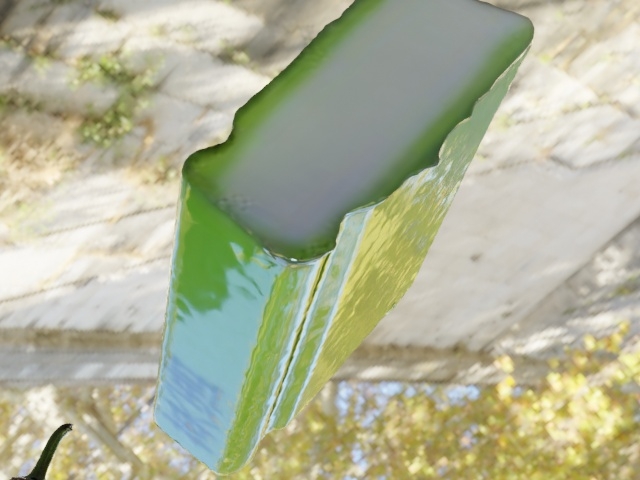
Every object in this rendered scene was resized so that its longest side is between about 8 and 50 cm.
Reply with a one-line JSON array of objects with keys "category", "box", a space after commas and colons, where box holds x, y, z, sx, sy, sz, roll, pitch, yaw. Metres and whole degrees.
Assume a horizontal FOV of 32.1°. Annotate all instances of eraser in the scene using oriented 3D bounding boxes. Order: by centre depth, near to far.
[{"category": "eraser", "box": [0.000, 0.000, 0.639, 0.092, 0.274, 0.210, 37, -120, 11]}]

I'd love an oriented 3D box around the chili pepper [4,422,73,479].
[{"category": "chili pepper", "box": [-0.306, 0.369, 1.197, 0.092, 0.137, 0.368, 64, -176, -46]}]
